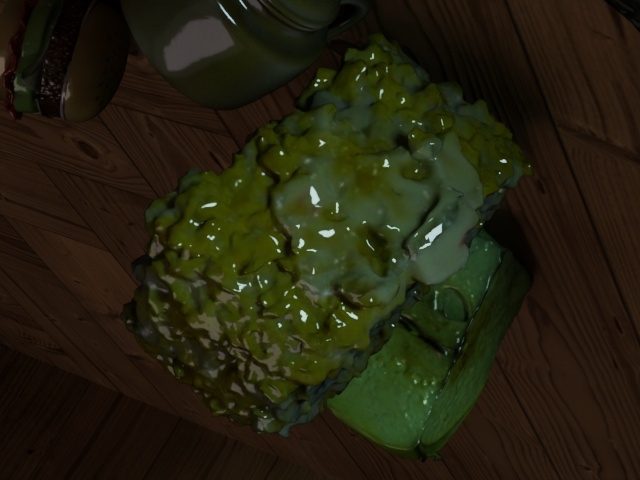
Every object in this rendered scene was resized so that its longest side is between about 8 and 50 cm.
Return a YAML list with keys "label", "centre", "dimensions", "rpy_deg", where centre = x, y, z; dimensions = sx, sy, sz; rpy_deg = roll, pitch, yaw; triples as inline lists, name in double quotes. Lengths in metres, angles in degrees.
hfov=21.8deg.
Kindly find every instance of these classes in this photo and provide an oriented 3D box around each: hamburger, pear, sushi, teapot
- label: "hamburger"
  centre: [-0.287, -0.209, 1.864]
  dimensions: [0.137, 0.175, 0.175]
  rpy_deg: [15, 158, 4]
- label: "pear"
  centre: [0.070, 0.077, 1.891]
  dimensions: [0.282, 0.286, 0.176]
  rpy_deg: [24, 178, 19]
- label: "sushi"
  centre: [0.000, 0.000, 1.597]
  dimensions: [0.240, 0.396, 0.351]
  rpy_deg: [43, 153, 5]
- label: "teapot"
  centre: [-0.051, -0.229, 1.487]
  dimensions: [0.175, 0.185, 0.268]
  rpy_deg: [-27, 157, 33]

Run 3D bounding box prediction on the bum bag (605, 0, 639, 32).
- label: "bum bag"
  centre: [0.289, -0.171, 1.266]
  dimensions: [0.248, 0.069, 0.102]
  rpy_deg: [33, 144, -16]
